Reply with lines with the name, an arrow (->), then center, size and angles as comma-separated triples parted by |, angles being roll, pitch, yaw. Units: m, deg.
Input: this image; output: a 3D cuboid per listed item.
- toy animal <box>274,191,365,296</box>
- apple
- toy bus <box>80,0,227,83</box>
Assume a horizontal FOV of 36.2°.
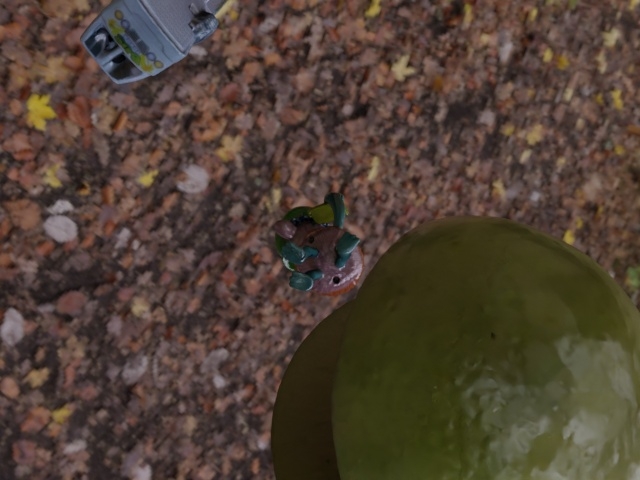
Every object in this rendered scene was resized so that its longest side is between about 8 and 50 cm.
toy animal -> 0.000, 0.000, 1.032 | 0.100, 0.208, 0.103 | 19, 97, -4
apple -> 0.103, 0.131, 0.704 | 0.254, 0.292, 0.292 | -57, 146, -40
toy bus -> -0.182, -0.313, 1.229 | 0.109, 0.136, 0.329 | 54, 32, -23
